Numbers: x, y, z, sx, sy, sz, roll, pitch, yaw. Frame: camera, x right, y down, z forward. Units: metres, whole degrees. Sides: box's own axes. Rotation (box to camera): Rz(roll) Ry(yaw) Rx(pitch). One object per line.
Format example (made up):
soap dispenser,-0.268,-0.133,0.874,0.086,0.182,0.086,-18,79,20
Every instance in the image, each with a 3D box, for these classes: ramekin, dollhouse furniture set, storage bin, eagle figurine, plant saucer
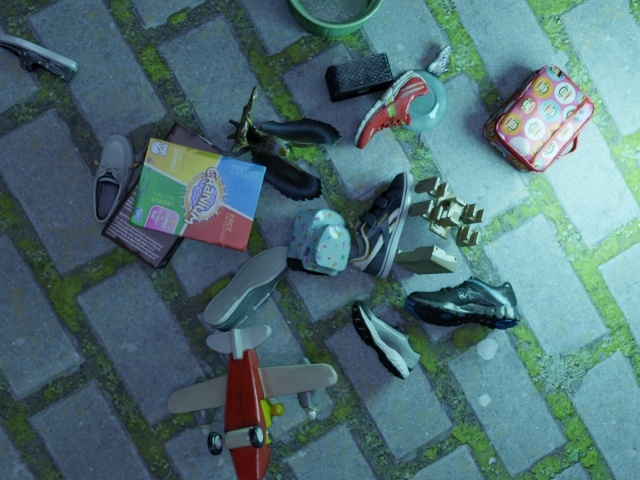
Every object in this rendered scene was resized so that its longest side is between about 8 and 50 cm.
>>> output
ramekin,0.036,-0.744,1.805,0.303,0.148,0.304,0,89,-6
dollhouse furniture set,0.336,-0.031,1.831,0.212,0.161,0.242,28,71,-27
storage bin,0.112,-0.476,1.824,0.180,0.122,0.085,-14,90,-5
eagle figurine,-0.115,-0.264,1.794,0.298,0.225,0.226,19,132,-34
plant saucer,0.298,-0.428,1.884,0.194,0.037,0.195,0,89,-6

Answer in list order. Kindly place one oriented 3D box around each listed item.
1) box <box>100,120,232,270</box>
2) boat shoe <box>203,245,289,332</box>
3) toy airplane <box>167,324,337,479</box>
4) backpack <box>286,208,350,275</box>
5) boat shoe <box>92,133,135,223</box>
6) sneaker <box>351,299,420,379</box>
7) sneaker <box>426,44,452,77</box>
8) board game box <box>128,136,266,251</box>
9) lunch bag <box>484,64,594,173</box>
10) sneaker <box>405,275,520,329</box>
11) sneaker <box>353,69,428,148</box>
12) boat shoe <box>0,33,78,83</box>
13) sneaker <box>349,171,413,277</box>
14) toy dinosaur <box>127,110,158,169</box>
box,-0.428,-0.124,1.766,0.191,0.143,0.381,34,88,-4
boat shoe,-0.197,0.144,1.822,0.319,0.116,0.099,-43,137,-11
toy airplane,-0.196,0.431,1.748,0.386,0.272,0.384,30,74,32
backpack,0.000,0.000,1.788,0.165,0.144,0.189,16,76,-44
boat shoe,-0.599,-0.177,1.773,0.096,0.088,0.268,14,89,-5
sneaker,0.191,0.282,1.849,0.108,0.100,0.272,-41,97,-18
sneaker,0.379,-0.540,1.894,0.069,0.038,0.098,39,96,-5
board game box,-0.328,-0.121,1.676,0.316,0.064,0.242,13,89,-6
lunch bag,0.674,-0.351,1.884,0.258,0.120,0.293,41,88,-8
sneaker,0.423,0.182,1.870,0.340,0.125,0.140,7,62,-2
sneaker,0.208,-0.367,1.820,0.118,0.107,0.279,42,100,0
boat shoe,-0.812,-0.512,1.766,0.228,0.080,0.076,21,86,-12
sneaker,0.176,-0.058,1.826,0.127,0.126,0.321,16,88,-7
toy dinosaur,-0.486,-0.273,1.782,0.053,0.092,0.183,26,88,-5
